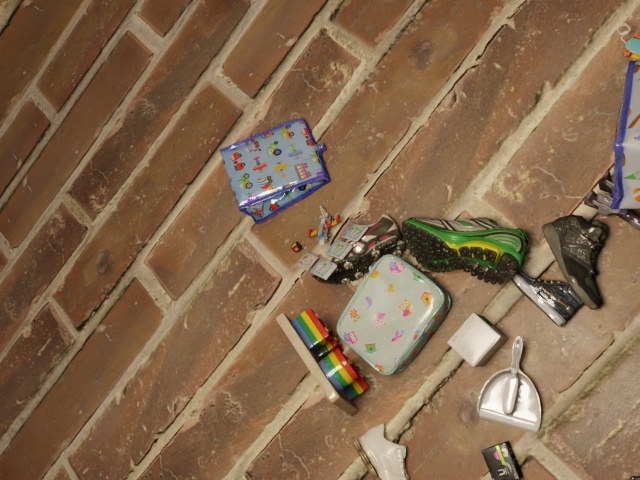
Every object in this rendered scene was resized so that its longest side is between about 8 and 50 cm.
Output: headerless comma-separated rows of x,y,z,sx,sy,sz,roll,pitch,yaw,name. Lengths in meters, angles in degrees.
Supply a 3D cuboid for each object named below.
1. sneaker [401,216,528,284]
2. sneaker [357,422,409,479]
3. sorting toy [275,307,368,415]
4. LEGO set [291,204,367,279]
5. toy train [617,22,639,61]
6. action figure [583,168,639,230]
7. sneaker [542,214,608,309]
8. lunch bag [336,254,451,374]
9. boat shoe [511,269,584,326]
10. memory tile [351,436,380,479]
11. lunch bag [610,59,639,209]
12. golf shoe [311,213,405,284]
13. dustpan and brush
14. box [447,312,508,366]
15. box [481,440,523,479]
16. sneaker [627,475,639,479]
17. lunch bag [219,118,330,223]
0.354,0.005,1.576,0.343,0.134,0.146,18,47,38,sneaker
0.186,0.556,1.563,0.094,0.080,0.212,-39,63,2,sneaker
0.021,0.302,1.607,0.089,0.257,0.255,-36,64,-2,sorting toy
0.000,0.000,1.726,0.182,0.060,0.244,-50,28,-11,LEGO set
0.793,-0.479,1.479,0.166,0.046,0.125,-8,75,23,toy train
0.733,-0.044,1.385,0.285,0.099,0.185,35,81,24,action figure
0.612,0.038,1.437,0.130,0.087,0.228,-29,62,27,sneaker
0.185,0.181,1.613,0.224,0.108,0.279,38,100,26,lunch bag
0.528,0.112,1.485,0.083,0.065,0.183,-43,66,4,boat shoe
0.120,0.566,1.573,0.012,0.113,0.148,-30,63,-9,memory tile
0.793,-0.238,1.302,0.327,0.239,0.386,7,52,24,lunch bag
0.097,0.032,1.718,0.272,0.105,0.120,-25,51,16,golf shoe
0.452,0.330,1.473,0.147,0.060,0.211,9,84,29,dustpan and brush
0.378,0.240,1.508,0.087,0.101,0.102,45,101,27,box
0.421,0.516,1.455,0.062,0.052,0.083,-27,69,20,box
0.675,0.599,1.283,0.163,0.086,0.226,-2,78,26,sneaker
-0.121,-0.222,1.867,0.293,0.138,0.221,-26,66,11,lunch bag
